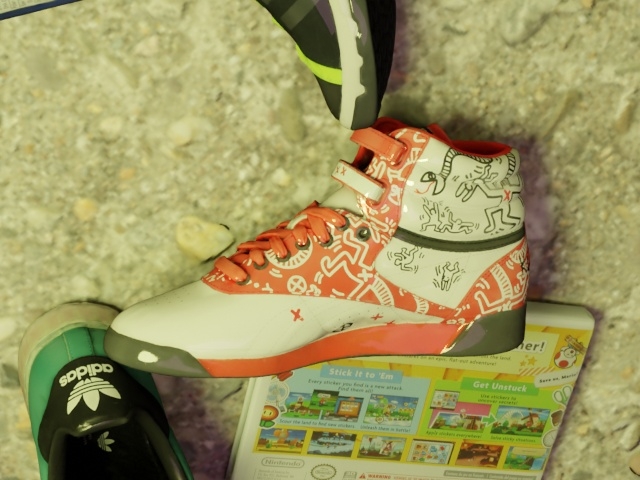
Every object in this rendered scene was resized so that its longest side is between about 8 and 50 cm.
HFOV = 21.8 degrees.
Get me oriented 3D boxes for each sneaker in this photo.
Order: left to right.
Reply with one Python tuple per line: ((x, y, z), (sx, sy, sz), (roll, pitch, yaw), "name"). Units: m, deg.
((-0.126, 0.192, 1.072), (0.108, 0.121, 0.302), (-18, 122, -6), "sneaker")
((-0.021, -0.169, 0.941), (0.097, 0.084, 0.234), (-5, 122, 17), "sneaker")
((0.000, 0.000, 1.007), (0.270, 0.090, 0.145), (-3, 104, -17), "sneaker")

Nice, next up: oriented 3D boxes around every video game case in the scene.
((0.056, 0.128, 1.142), (0.227, 0.026, 0.206), (6, 117, -17), "video game case")

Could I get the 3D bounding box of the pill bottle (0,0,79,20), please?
((-0.179, -0.173, 0.854), (0.219, 0.123, 0.122), (-15, 121, -6), "pill bottle")
